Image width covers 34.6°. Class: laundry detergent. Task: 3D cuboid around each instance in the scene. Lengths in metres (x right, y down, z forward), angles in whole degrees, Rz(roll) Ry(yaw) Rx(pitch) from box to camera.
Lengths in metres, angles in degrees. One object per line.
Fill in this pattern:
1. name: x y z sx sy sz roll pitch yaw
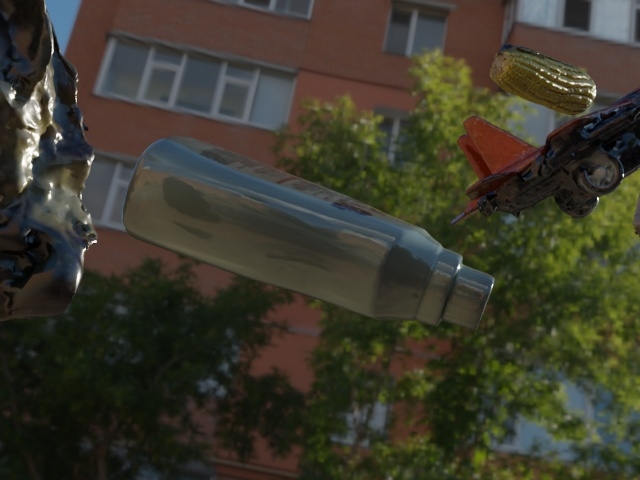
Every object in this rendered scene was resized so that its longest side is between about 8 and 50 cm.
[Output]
1. laundry detergent: 0.000 0.000 1.171 0.398 0.124 0.264 20 6 9

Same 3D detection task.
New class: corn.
1. corn: 0.316 -0.228 1.460 0.203 0.072 0.072 9 -17 -40

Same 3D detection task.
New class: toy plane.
1. toy plane: 0.155 -0.054 0.523 0.189 0.061 0.130 -18 -12 -2

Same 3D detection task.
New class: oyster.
1. oyster: -0.263 -0.117 0.765 0.221 0.361 0.096 8 -10 -21

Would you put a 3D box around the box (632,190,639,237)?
1. box: 0.330 -0.026 0.906 0.098 0.062 0.045 -8 -41 36
